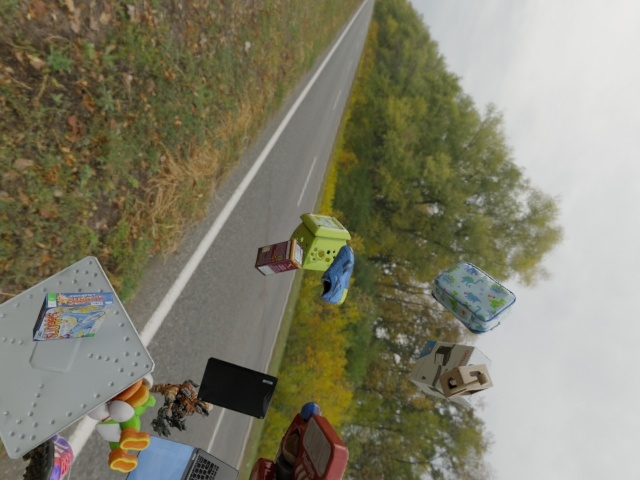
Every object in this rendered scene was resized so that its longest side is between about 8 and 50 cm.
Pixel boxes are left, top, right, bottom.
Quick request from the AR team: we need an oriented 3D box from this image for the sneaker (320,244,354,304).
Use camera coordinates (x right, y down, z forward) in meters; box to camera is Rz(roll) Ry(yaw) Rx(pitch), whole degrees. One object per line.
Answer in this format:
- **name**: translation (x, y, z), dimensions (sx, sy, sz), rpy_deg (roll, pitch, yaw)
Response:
- **sneaker**: translation (0.051, 0.100, 1.315), dimensions (0.069, 0.082, 0.209), rpy_deg (-26, -136, 56)

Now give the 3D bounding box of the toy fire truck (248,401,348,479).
- **toy fire truck**: translation (-0.037, 0.508, 0.910), dimensions (0.253, 0.170, 0.302), rpy_deg (-68, -166, -5)

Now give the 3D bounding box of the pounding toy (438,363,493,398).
- **pounding toy**: translation (0.514, 0.485, 1.452), dimensions (0.206, 0.181, 0.094), rpy_deg (122, -37, -51)

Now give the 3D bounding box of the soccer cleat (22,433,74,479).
- **soccer cleat**: translation (-0.708, 0.587, 1.088), dimensions (0.318, 0.116, 0.108), rpy_deg (-9, -129, 53)

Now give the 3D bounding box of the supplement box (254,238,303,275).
- **supplement box**: translation (-0.176, 0.074, 1.747), dimensions (0.081, 0.188, 0.104), rpy_deg (51, 34, -45)

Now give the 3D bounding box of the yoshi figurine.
- **yoshi figurine**: translation (-0.727, 0.685, 1.577), dimensions (0.362, 0.204, 0.202), rpy_deg (39, -38, 50)

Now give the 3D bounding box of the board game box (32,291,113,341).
- **board game box**: translation (-0.600, 0.185, 0.990), dimensions (0.201, 0.136, 0.035), rpy_deg (-43, -124, 39)

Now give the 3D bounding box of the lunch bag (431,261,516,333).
- **lunch bag**: translation (0.475, 0.173, 1.274), dimensions (0.219, 0.176, 0.090), rpy_deg (42, -31, 37)

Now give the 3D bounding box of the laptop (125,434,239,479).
- **laptop**: translation (-0.655, 1.154, 1.849), dimensions (0.381, 0.408, 0.236), rpy_deg (-68, 151, -17)

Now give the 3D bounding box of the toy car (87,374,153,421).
- **toy car**: translation (-0.614, 0.444, 1.234), dimensions (0.159, 0.182, 0.136), rpy_deg (-73, 159, -56)

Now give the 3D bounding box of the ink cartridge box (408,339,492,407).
- **ink cartridge box**: translation (0.579, 0.587, 1.848), dimensions (0.223, 0.129, 0.307), rpy_deg (-54, -164, -21)

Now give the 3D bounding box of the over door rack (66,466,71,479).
- **over door rack**: translation (-0.825, 0.869, 1.278), dimensions (0.324, 0.108, 0.239), rpy_deg (24, -97, 52)

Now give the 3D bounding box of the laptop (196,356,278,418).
- **laptop**: translation (-0.283, 0.507, 1.395), dimensions (0.264, 0.235, 0.136), rpy_deg (115, -7, -67)

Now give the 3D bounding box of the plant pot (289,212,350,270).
- **plant pot**: translation (0.000, 0.000, 1.950), dimensions (0.228, 0.227, 0.207), rpy_deg (50, -53, 53)

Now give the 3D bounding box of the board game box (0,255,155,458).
- **board game box**: translation (-0.711, 0.299, 1.120), dimensions (0.390, 0.390, 0.050), rpy_deg (54, -14, 14)

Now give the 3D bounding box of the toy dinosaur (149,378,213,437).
- **toy dinosaur**: translation (-0.601, 0.684, 1.725), dimensions (0.164, 0.322, 0.218), rpy_deg (25, 78, -48)
